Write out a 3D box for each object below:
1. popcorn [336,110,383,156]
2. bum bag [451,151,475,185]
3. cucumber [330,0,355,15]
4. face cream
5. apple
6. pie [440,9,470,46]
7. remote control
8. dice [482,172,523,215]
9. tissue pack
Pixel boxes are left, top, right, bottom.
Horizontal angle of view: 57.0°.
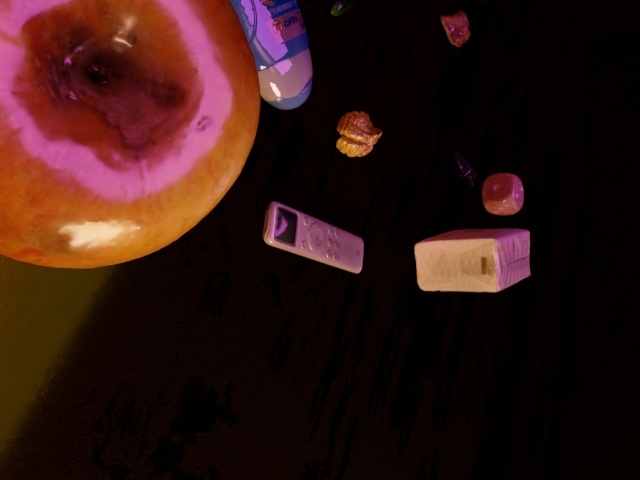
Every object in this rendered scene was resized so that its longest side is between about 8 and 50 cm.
[{"bbox_3d":[0.074,-0.187,1.043,0.084,0.084,0.084,8,80,-54],"label":"popcorn"},{"bbox_3d":[0.366,-0.180,1.494,0.124,0.034,0.057,22,55,-52],"label":"bum bag"},{"bbox_3d":[0.060,-0.463,1.092,0.036,0.033,0.184,85,26,-49],"label":"cucumber"},{"bbox_3d":[-0.082,-0.312,0.831,0.149,0.083,0.263,-45,123,-43],"label":"face cream"},{"bbox_3d":[-0.207,-0.126,0.491,0.299,0.275,0.298,-7,100,-44],"label":"apple"},{"bbox_3d":[0.349,-0.542,1.507,0.170,0.034,0.092,-43,117,-49],"label":"pie"},{"bbox_3d":[0.000,0.000,0.961,0.261,0.029,0.067,21,70,-52],"label":"remote control"},{"bbox_3d":[0.507,-0.128,1.639,0.091,0.093,0.094,33,62,-49],"label":"dice"},{"bbox_3d":[0.341,0.040,1.307,0.225,0.185,0.124,-10,98,-54],"label":"tissue pack"}]
